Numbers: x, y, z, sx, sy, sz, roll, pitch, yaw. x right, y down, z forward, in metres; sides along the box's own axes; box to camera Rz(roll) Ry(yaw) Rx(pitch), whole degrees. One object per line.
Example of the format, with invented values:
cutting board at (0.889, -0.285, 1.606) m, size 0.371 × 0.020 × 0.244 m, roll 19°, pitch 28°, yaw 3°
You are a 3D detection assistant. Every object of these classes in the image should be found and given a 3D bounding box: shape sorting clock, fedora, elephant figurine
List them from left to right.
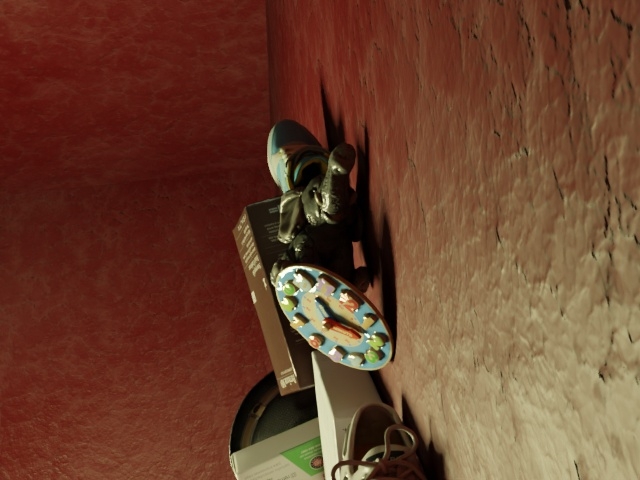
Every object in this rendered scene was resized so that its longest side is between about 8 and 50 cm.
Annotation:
fedora at (-0.037, 0.444, 1.801) m, size 0.152 × 0.334 × 0.334 m, roll -7°, pitch 90°, yaw 54°
elephant figurine at (0.010, -0.032, 1.277) m, size 0.169 × 0.186 × 0.239 m, roll -1°, pitch -85°, yaw -53°
shape sorting clock at (0.017, 0.116, 1.173) m, size 0.040 × 0.206 × 0.206 m, roll -47°, pitch -31°, yaw -37°

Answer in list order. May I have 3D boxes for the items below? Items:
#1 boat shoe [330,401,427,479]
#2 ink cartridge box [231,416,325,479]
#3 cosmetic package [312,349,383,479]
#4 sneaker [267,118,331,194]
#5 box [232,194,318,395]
boat shoe at (0.082, 0.305, 0.987) m, size 0.367 × 0.136 × 0.156 m, roll -81°, pitch -10°, yaw -73°
ink cartridge box at (-0.032, 0.544, 1.645) m, size 0.121 × 0.211 × 0.289 m, roll -153°, pitch 42°, yaw -78°
cosmetic package at (0.062, 0.414, 1.414) m, size 0.284 × 0.097 × 0.377 m, roll -110°, pitch 13°, yaw -74°
sneaker at (-0.027, -0.148, 1.512) m, size 0.208 × 0.127 × 0.319 m, roll 89°, pitch 163°, yaw -60°
box at (-0.058, 0.115, 1.647) m, size 0.191 × 0.143 × 0.381 m, roll 132°, pitch 120°, yaw -69°
